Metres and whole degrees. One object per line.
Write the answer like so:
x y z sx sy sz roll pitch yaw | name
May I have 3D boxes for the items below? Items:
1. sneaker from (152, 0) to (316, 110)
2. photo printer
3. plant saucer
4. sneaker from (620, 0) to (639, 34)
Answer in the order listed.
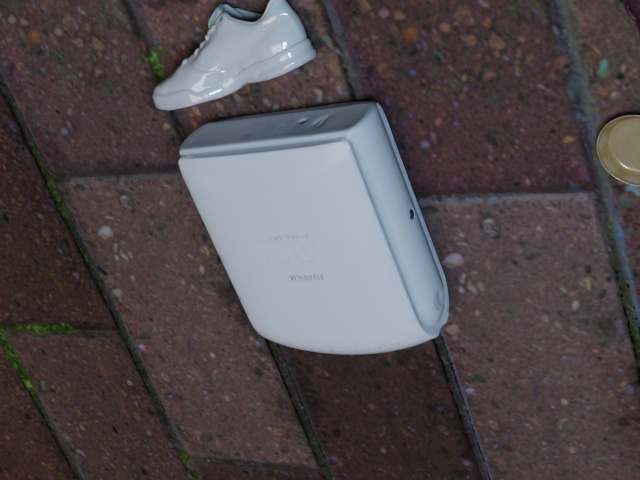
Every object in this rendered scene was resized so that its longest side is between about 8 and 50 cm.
-0.106 -0.209 1.405 0.212 0.080 0.094 -17 104 31 | sneaker
0.000 0.000 1.475 0.256 0.107 0.308 -3 123 33 | photo printer
0.317 -0.092 1.274 0.083 0.015 0.083 17 133 19 | plant saucer
0.260 -0.245 1.130 0.281 0.106 0.162 44 176 24 | sneaker
